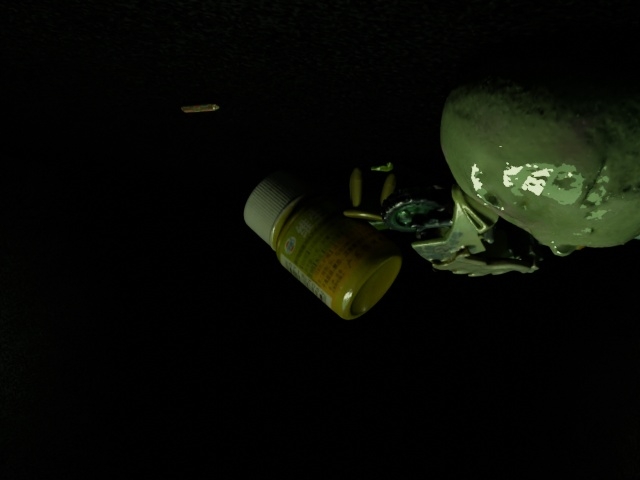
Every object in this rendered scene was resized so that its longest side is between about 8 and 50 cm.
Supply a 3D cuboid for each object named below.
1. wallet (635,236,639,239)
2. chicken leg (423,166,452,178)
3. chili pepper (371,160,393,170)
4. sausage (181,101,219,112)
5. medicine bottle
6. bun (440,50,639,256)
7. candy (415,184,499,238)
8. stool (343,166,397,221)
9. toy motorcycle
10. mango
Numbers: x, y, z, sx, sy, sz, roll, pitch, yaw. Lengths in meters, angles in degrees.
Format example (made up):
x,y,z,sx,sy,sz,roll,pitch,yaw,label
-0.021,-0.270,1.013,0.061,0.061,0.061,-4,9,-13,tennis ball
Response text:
x,y,z,sx,sy,sz,roll,pitch,yaw,label
0.504,-0.049,1.062,0.250,0.075,0.176,8,-158,27,wallet
0.242,-0.136,1.278,0.083,0.021,0.036,-2,163,39,chicken leg
0.132,-0.154,1.327,0.030,0.017,0.083,19,174,-15,chili pepper
-0.198,-0.218,1.049,0.100,0.015,0.015,8,177,43,sausage
0.000,0.000,1.611,0.384,0.224,0.224,40,-168,25,medicine bottle
0.257,-0.076,0.666,0.283,0.179,0.283,12,177,1,bun
0.332,-0.052,1.579,0.195,0.137,0.185,11,178,1,candy
0.116,-0.104,1.485,0.134,0.110,0.135,5,175,45,stool
0.315,-0.025,1.348,0.237,0.169,0.410,-15,151,36,toy motorcycle
0.128,-0.081,1.743,0.293,0.143,0.175,-4,172,36,mango
